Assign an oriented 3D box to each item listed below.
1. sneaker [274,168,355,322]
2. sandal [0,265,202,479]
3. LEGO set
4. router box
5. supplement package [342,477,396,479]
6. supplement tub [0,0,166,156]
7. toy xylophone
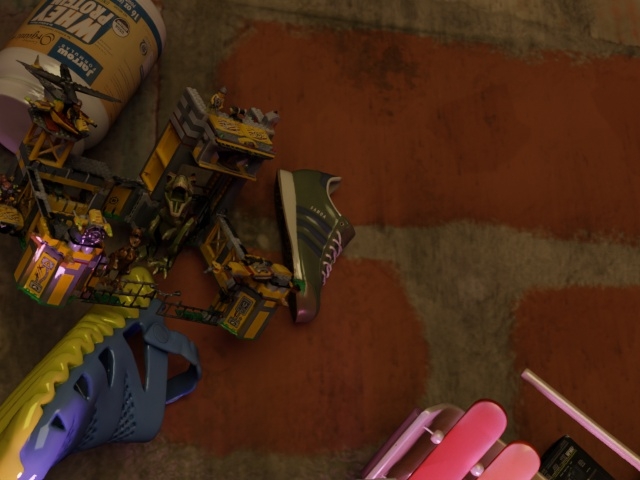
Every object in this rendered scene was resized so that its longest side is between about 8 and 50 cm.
[{"bbox_3d":[0.000,0.000,1.248,0.086,0.064,0.192,-3,62,-11],"label":"sneaker"},{"bbox_3d":[-0.203,0.143,1.047,0.138,0.126,0.317,47,31,-7],"label":"sandal"},{"bbox_3d":[-0.151,-0.055,1.080,0.331,0.192,0.255,18,28,-30],"label":"LEGO set"},{"bbox_3d":[0.264,0.287,1.195,0.092,0.038,0.122,43,62,8],"label":"router box"},{"bbox_3d":[-0.064,0.329,0.939,0.263,0.198,0.199,9,58,-44],"label":"supplement package"},{"bbox_3d":[-0.277,-0.192,1.223,0.144,0.144,0.199,28,61,-1],"label":"supplement tub"},{"bbox_3d":[0.208,0.274,1.106,0.323,0.081,0.236,32,105,9],"label":"toy xylophone"}]
